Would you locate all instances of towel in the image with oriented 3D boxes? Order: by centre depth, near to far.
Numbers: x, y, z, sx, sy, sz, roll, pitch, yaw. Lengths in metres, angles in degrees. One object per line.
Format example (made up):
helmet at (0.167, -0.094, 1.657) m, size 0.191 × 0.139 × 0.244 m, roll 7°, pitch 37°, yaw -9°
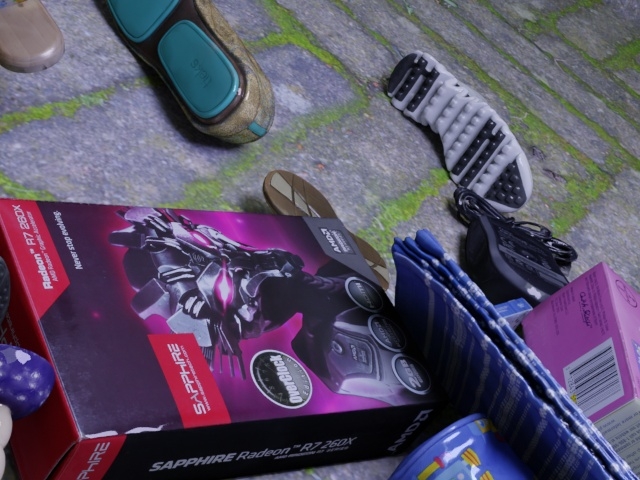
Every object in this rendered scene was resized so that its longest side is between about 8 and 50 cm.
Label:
towel at (0.168, 0.163, 0.899) m, size 0.040 × 0.243 × 0.336 m, roll -31°, pitch 65°, yaw -14°

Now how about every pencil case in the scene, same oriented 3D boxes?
pencil case at (0.183, 0.283, 0.818) m, size 0.306 × 0.119 × 0.133 m, roll 48°, pitch 32°, yaw 20°

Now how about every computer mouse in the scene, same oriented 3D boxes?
computer mouse at (0.238, 0.039, 1.244) m, size 0.188 × 0.072 × 0.272 m, roll 29°, pitch 20°, yaw -7°

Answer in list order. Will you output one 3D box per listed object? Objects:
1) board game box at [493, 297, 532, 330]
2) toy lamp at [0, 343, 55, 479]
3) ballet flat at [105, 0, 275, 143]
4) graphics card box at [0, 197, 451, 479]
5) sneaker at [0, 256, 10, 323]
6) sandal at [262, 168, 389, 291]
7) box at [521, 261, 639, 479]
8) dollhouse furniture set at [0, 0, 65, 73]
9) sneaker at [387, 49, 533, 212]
board game box at (0.168, 0.102, 1.068) m, size 0.090 × 0.090 × 0.020 m, roll -8°, pitch 50°, yaw -48°
toy lamp at (-0.210, 0.194, 0.583) m, size 0.080 × 0.080 × 0.274 m, roll 19°, pitch 46°, yaw -24°
ballet flat at (-0.158, -0.241, 1.210) m, size 0.123 × 0.123 × 0.348 m, roll -1°, pitch 46°, yaw -43°
graphics card box at (-0.089, 0.082, 0.856) m, size 0.371 × 0.094 × 0.233 m, roll 4°, pitch 43°, yaw -41°
sneaker at (-0.312, 0.086, 0.662) m, size 0.130 × 0.087 × 0.227 m, roll 13°, pitch 51°, yaw 12°
sandal at (0.000, 0.000, 1.092) m, size 0.180 × 0.049 × 0.072 m, roll 43°, pitch 35°, yaw -16°
box at (0.335, 0.182, 1.044) m, size 0.243 × 0.117 × 0.213 m, roll 40°, pitch 29°, yaw -19°
dollhouse furniture set at (-0.376, -0.218, 0.755) m, size 0.394 × 0.362 × 0.256 m, roll -25°, pitch 61°, yaw -23°
sneaker at (0.217, -0.155, 1.442) m, size 0.118 × 0.110 × 0.292 m, roll 10°, pitch 40°, yaw -48°
